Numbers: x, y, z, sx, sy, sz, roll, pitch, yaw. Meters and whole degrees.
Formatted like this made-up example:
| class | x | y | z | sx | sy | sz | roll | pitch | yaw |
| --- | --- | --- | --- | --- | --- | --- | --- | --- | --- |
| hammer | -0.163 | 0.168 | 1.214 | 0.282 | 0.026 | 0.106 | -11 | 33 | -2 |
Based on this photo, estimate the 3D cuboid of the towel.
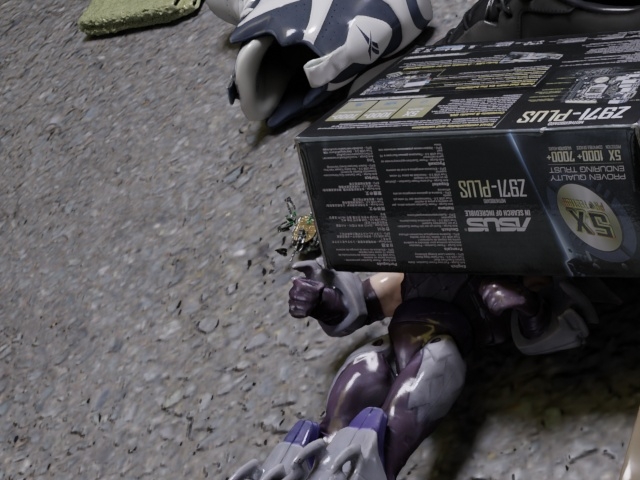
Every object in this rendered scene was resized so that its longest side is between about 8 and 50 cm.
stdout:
| class | x | y | z | sx | sy | sz | roll | pitch | yaw |
| --- | --- | --- | --- | --- | --- | --- | --- | --- | --- |
| towel | -0.159 | -0.241 | 1.343 | 0.148 | 0.027 | 0.110 | -4 | 45 | 36 |

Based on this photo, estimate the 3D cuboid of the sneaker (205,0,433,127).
| class | x | y | z | sx | sy | sz | roll | pitch | yaw |
| --- | --- | --- | --- | --- | --- | --- | --- | --- | --- |
| sneaker | -0.044 | -0.160 | 1.081 | 0.235 | 0.094 | 0.153 | 21 | 53 | 40 |

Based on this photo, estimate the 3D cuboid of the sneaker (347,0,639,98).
| class | x | y | z | sx | sy | sz | roll | pitch | yaw |
| --- | --- | --- | --- | --- | --- | --- | --- | --- | --- |
| sneaker | 0.132 | -0.126 | 0.861 | 0.286 | 0.130 | 0.109 | -11 | 43 | 33 |

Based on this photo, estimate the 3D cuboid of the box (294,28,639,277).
| class | x | y | z | sx | sy | sz | roll | pitch | yaw |
| --- | --- | --- | --- | --- | --- | --- | --- | --- | --- |
| box | 0.104 | -0.047 | 0.719 | 0.180 | 0.077 | 0.147 | 0 | 25 | 31 |

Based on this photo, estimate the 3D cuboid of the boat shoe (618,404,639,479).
| class | x | y | z | sx | sy | sz | roll | pitch | yaw |
| --- | --- | --- | --- | --- | --- | --- | --- | --- | --- |
| boat shoe | 0.203 | 0.056 | 0.616 | 0.104 | 0.110 | 0.307 | 15 | 46 | 16 |

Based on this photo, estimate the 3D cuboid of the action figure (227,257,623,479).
| class | x | y | z | sx | sy | sz | roll | pitch | yaw |
| --- | --- | --- | --- | --- | --- | --- | --- | --- | --- |
| action figure | 0.047 | 0.063 | 0.732 | 0.185 | 0.099 | 0.285 | -9 | 37 | 46 |

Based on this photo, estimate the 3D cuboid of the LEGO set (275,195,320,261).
| class | x | y | z | sx | sy | sz | roll | pitch | yaw |
| --- | --- | --- | --- | --- | --- | --- | --- | --- | --- |
| LEGO set | -0.002 | 0.002 | 0.919 | 0.054 | 0.023 | 0.083 | -25 | 48 | 18 |
